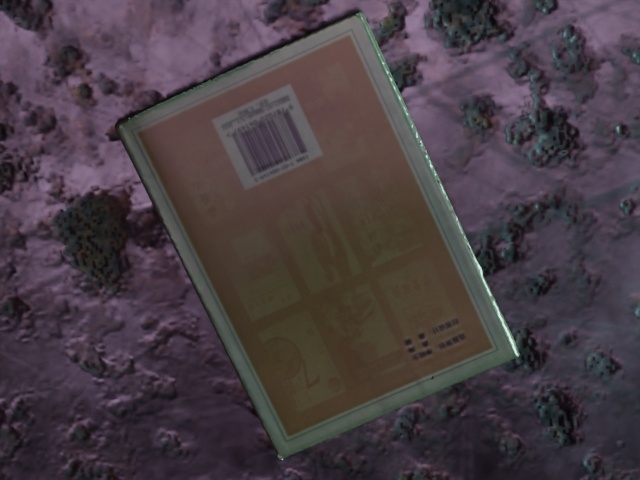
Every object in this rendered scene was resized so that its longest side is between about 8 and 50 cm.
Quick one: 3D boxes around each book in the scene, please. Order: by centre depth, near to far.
[{"bbox_3d":[0.000,0.000,1.043,0.170,0.018,0.242,-24,103,6],"label":"book"}]
